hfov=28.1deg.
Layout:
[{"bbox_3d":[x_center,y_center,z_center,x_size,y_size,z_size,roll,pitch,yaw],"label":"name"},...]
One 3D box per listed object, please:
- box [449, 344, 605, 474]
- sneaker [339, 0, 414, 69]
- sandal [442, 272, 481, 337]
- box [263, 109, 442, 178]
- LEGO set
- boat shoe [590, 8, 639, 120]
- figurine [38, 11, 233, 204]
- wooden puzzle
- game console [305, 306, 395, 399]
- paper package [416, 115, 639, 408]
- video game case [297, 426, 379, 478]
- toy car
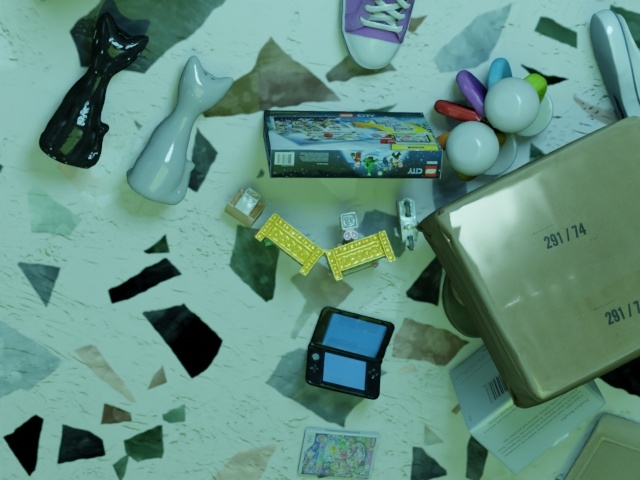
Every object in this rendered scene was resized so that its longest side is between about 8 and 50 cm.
[{"bbox_3d":[0.314,0.227,1.964,0.181,0.182,0.119,-42,111,13],"label":"box"},{"bbox_3d":[0.093,-0.342,1.675,0.102,0.161,0.282,6,116,-11],"label":"sneaker"},{"bbox_3d":[0.237,0.056,1.939,0.090,0.060,0.219,1,117,-6],"label":"sandal"},{"bbox_3d":[0.041,-0.134,1.770,0.233,0.159,0.044,0,114,-6],"label":"box"},{"bbox_3d":[0.000,0.000,1.887,0.287,0.107,0.132,3,81,-2],"label":"LEGO set"},{"bbox_3d":[0.455,-0.228,1.815,0.084,0.095,0.258,-27,126,3],"label":"boat shoe"},{"bbox_3d":[-0.249,-0.181,1.762,0.215,0.092,0.209,23,107,-17],"label":"figurine"},{"bbox_3d":[0.513,0.419,2.161,0.221,0.044,0.238,20,108,-14],"label":"wooden puzzle"},{"bbox_3d":[0.046,0.175,1.975,0.122,0.107,0.071,15,142,-12],"label":"game console"},{"bbox_3d":[0.355,0.032,1.784,0.325,0.168,0.309,-27,86,-7],"label":"paper package"},{"bbox_3d":[0.029,0.348,2.088,0.122,0.011,0.087,6,115,-9],"label":"video game case"},{"bbox_3d":[0.232,-0.178,1.794,0.136,0.159,0.182,46,107,15],"label":"toy car"}]
